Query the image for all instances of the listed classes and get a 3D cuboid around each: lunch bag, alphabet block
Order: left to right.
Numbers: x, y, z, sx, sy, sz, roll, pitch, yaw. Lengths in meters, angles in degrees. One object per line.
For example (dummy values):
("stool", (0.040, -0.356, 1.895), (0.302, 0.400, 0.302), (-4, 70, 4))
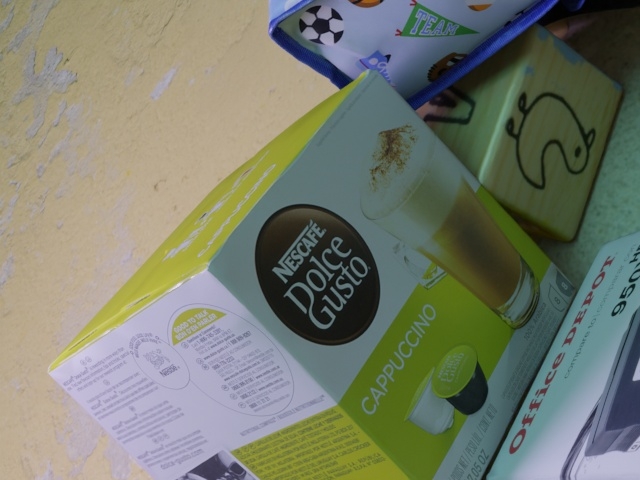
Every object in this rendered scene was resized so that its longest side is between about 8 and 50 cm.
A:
("lunch bag", (0.144, -0.365, 1.241), (0.385, 0.239, 0.328), (-36, 40, 29))
("alphabet block", (0.202, -0.129, 1.352), (0.193, 0.192, 0.197), (13, 82, 50))

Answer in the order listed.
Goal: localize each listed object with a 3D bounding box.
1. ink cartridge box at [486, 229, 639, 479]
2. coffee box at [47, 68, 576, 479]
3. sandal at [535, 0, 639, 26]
("ink cartridge box", (0.336, 0.115, 0.941), (0.285, 0.166, 0.395), (-58, 8, -20))
("coffee box", (-0.008, 0.093, 1.219), (0.338, 0.334, 0.338), (-32, 16, 47))
("sandal", (0.298, -0.349, 1.392), (0.445, 0.167, 0.107), (-11, 37, 44))
